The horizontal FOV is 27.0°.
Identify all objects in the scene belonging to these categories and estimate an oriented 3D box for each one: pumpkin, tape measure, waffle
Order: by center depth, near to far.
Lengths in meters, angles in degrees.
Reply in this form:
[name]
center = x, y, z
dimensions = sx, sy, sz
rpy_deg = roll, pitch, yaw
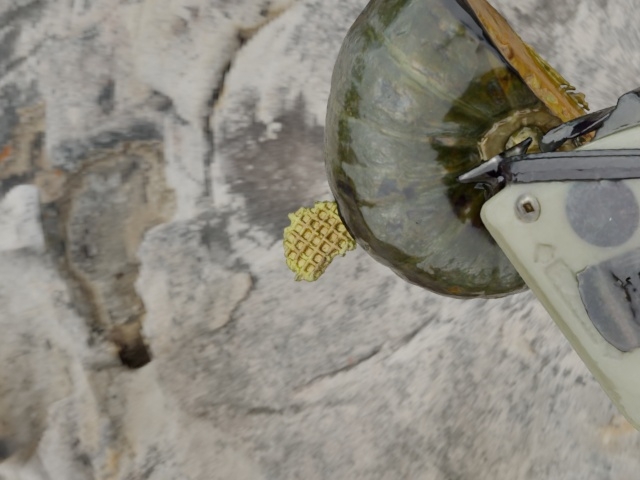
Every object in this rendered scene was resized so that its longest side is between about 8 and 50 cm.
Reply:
[tape measure]
center = 0.255, -0.010, 0.959
dimensions = 0.231, 0.133, 0.271
rpy_deg = -43, 77, 39
[pumpkin]
center = 0.121, -0.082, 1.193
dimensions = 0.232, 0.242, 0.325
rpy_deg = -35, 107, 21
[waffle]
center = 0.000, -0.002, 1.311
dimensions = 0.085, 0.016, 0.078
rpy_deg = -26, 67, 16
